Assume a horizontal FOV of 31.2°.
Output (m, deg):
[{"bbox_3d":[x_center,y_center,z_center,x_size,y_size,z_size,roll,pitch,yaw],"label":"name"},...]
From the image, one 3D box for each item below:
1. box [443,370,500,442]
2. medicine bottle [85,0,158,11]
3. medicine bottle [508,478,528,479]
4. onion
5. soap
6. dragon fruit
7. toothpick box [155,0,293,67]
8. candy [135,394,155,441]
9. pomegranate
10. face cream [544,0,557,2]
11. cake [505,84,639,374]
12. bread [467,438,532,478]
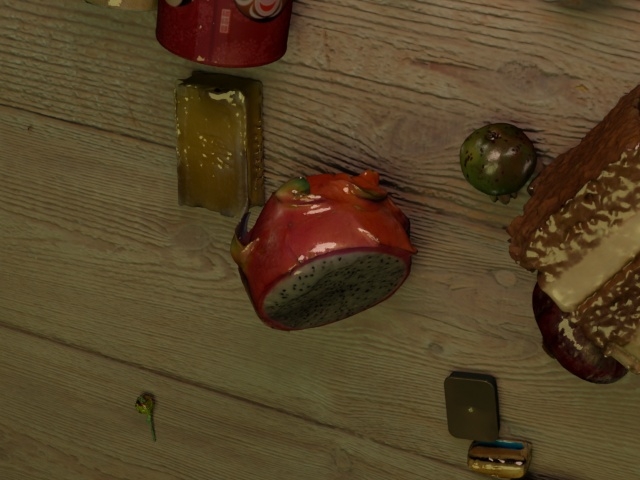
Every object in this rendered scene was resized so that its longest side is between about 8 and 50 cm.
[{"bbox_3d":[0.260,0.282,1.957,0.091,0.031,0.126,2,117,24],"label":"box"},{"bbox_3d":[-0.283,-0.517,1.703,0.151,0.151,0.322,17,122,16],"label":"medicine bottle"},{"bbox_3d":[0.414,0.479,1.937,0.213,0.122,0.121,6,119,22],"label":"medicine bottle"},{"bbox_3d":[0.395,0.148,1.780,0.206,0.098,0.151,46,124,-4],"label":"onion"},{"bbox_3d":[-0.167,-0.156,1.894,0.135,0.076,0.233,12,122,20],"label":"soap"},{"bbox_3d":[0.000,0.000,1.798,0.291,0.291,0.189,-39,61,36],"label":"dragon fruit"},{"bbox_3d":[-0.126,-0.440,1.641,0.204,0.204,0.333,19,122,15],"label":"toothpick box"},{"bbox_3d":[-0.344,0.358,2.291,0.035,0.035,0.123,1,127,12],"label":"candy"},{"bbox_3d":[0.266,-0.107,1.703,0.115,0.114,0.142,6,144,23],"label":"pomegranate"},{"bbox_3d":[0.329,-0.376,1.513,0.117,0.117,0.104,-13,102,30],"label":"face cream"},{"bbox_3d":[0.449,-0.017,1.574,0.290,0.255,0.282,39,124,-4],"label":"cake"},{"bbox_3d":[0.304,0.374,1.962,0.106,0.072,0.053,2,118,23],"label":"bread"}]
